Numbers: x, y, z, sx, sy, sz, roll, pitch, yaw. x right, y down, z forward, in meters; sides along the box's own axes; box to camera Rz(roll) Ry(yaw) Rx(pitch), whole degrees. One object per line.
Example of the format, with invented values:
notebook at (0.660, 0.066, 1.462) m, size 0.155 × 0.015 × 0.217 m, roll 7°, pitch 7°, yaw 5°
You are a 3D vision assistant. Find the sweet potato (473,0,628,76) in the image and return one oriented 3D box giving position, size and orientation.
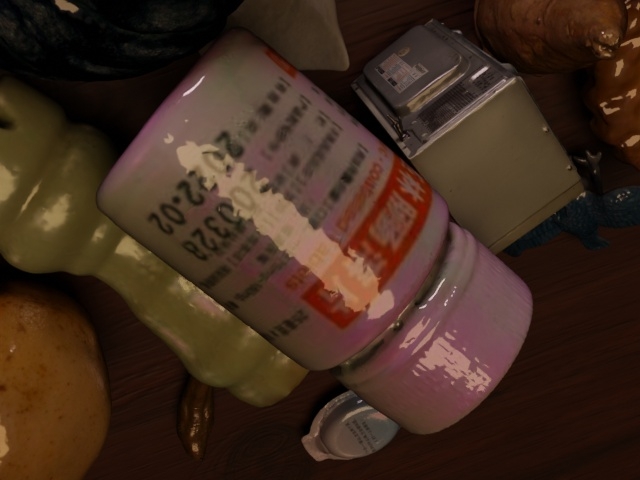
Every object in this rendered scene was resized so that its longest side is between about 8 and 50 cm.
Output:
sweet potato at (0.231, -0.230, 0.832) m, size 0.131 × 0.336 × 0.131 m, roll 1°, pitch 109°, yaw 4°

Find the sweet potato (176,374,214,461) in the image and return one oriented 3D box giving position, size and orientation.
sweet potato at (-0.170, 0.224, 1.128) m, size 0.053 × 0.054 × 0.182 m, roll 19°, pitch 119°, yaw 14°

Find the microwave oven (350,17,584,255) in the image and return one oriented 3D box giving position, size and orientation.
microwave oven at (0.155, -0.130, 0.908) m, size 0.145 × 0.240 × 0.194 m, roll -34°, pitch 121°, yaw 7°

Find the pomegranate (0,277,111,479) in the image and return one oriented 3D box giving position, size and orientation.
pomegranate at (-0.384, 0.178, 0.933) m, size 0.307 × 0.307 × 0.307 m, roll -6°, pitch 119°, yaw -11°

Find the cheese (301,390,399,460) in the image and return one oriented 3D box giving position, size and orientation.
cheese at (0.086, 0.257, 1.210) m, size 0.245 × 0.052 × 0.135 m, roll -30°, pitch 123°, yaw 2°

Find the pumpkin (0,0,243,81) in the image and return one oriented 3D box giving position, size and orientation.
pumpkin at (-0.200, -0.310, 0.666) m, size 0.363 × 0.266 × 0.363 m, roll 8°, pitch 108°, yaw 26°

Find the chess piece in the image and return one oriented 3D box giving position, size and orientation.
chess piece at (-0.201, 0.005, 0.916) m, size 0.442 × 0.234 × 0.234 m, roll 29°, pitch 108°, yaw -22°

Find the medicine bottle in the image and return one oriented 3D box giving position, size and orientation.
medicine bottle at (0.000, 0.000, 0.777) m, size 0.388 × 0.219 × 0.219 m, roll 40°, pitch 103°, yaw -12°

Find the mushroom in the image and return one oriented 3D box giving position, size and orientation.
mushroom at (-0.036, -0.370, 0.801) m, size 0.177 × 0.126 × 0.397 m, roll -5°, pitch 119°, yaw -24°

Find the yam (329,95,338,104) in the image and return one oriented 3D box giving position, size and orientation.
yam at (0.035, -0.134, 1.007) m, size 0.014 × 0.014 × 0.107 m, roll -30°, pitch 120°, yaw 3°

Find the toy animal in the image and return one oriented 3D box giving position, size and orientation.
toy animal at (0.320, -0.038, 1.043) m, size 0.239 × 0.176 × 0.255 m, roll -13°, pitch 131°, yaw 35°

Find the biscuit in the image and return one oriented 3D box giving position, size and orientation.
biscuit at (0.475, -0.235, 1.010) m, size 0.326 × 0.107 × 0.325 m, roll -4°, pitch 119°, yaw -8°
